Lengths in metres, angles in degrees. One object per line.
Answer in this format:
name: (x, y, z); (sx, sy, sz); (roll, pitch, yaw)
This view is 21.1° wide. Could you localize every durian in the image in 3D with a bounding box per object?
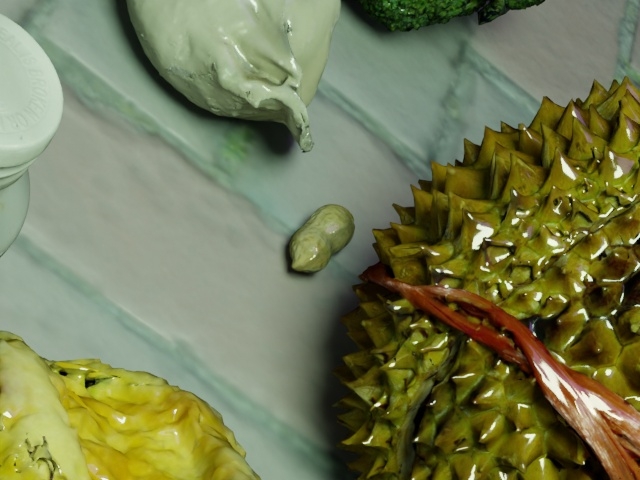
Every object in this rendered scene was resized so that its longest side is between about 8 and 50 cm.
durian: (0.188, 0.062, 1.110); (0.384, 0.347, 0.347); (-21, 69, -5)

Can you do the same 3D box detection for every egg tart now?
egg tart: (-0.105, 0.142, 0.911); (0.297, 0.132, 0.297); (40, 18, -16)

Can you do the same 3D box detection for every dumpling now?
dumpling: (-0.056, -0.163, 1.259); (0.247, 0.142, 0.172); (60, 5, 22)

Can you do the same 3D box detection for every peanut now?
peanut: (0.000, 0.000, 1.231); (0.037, 0.037, 0.083); (44, 38, -6)

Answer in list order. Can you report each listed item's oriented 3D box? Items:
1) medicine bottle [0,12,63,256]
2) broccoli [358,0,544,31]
medicine bottle: (-0.226, -0.027, 0.898); (0.135, 0.215, 0.135); (24, 46, -27)
broccoli: (0.097, -0.337, 1.404); (0.304, 0.283, 0.321); (23, 60, -10)
